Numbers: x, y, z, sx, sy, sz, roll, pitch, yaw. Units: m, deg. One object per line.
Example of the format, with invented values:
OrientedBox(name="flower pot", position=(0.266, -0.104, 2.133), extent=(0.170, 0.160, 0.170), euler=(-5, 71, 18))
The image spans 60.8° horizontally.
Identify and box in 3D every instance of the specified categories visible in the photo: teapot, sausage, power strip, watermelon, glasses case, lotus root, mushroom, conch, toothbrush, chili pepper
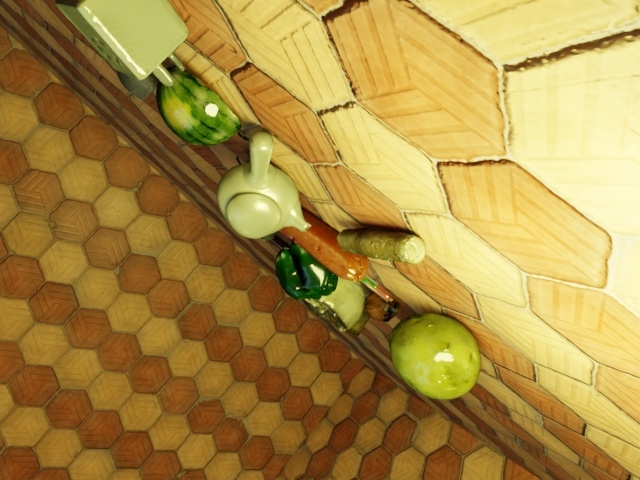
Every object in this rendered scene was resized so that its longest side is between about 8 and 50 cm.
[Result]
OrientedBox(name="teapot", position=(-0.167, -0.130, 1.325), extent=(0.149, 0.220, 0.318), euler=(-91, -17, -45))
OrientedBox(name="sausage", position=(0.000, 0.000, 1.482), extent=(0.330, 0.102, 0.102), euler=(36, 168, 26))
OrientedBox(name="sausage", position=(0.130, 0.112, 1.646), extent=(0.223, 0.029, 0.029), euler=(38, 168, 12))
OrientedBox(name="power strip", position=(-0.347, -0.392, 1.019), extent=(0.140, 0.139, 0.224), euler=(28, 163, 43))
OrientedBox(name="watermelon", position=(-0.288, -0.289, 1.257), extent=(0.204, 0.127, 0.232), euler=(29, 169, 35))
OrientedBox(name="glasses case", position=(-0.508, -0.450, 1.508), extent=(0.109, 0.067, 0.282), euler=(48, 168, -20))
OrientedBox(name="lotus root", position=(0.060, 0.233, 2.032), extent=(0.275, 0.152, 0.160), euler=(33, 170, 6))
OrientedBox(name="mushroom", position=(0.035, 0.149, 1.770), extent=(0.267, 0.164, 0.189), euler=(39, 165, 23))
OrientedBox(name="conch", position=(0.192, 0.215, 1.691), extent=(0.086, 0.080, 0.232), euler=(10, -174, -24))
OrientedBox(name="toothbrush", position=(-0.143, 0.030, 2.207), extent=(0.364, 0.041, 0.041), euler=(39, 168, 9))
OrientedBox(name="chili pepper", position=(-0.045, 0.045, 1.622), extent=(0.165, 0.174, 0.261), euler=(7, -124, -41))

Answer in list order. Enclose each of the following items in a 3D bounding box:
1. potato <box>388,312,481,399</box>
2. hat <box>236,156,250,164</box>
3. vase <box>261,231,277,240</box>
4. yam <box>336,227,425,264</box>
OrientedBox(name="potato", position=(0.282, 0.288, 1.387), extent=(0.216, 0.216, 0.304), euler=(44, 166, -14))
OrientedBox(name="hat", position=(-0.176, -0.189, 1.453), extent=(0.121, 0.050, 0.121), euler=(43, 173, 7))
OrientedBox(name="vase", position=(-0.232, -0.060, 2.075), extent=(0.148, 0.081, 0.081), euler=(33, 167, 50))
OrientedBox(name="yam", position=(0.123, 0.008, 1.184), extent=(0.071, 0.067, 0.317), euler=(49, 165, -18))
